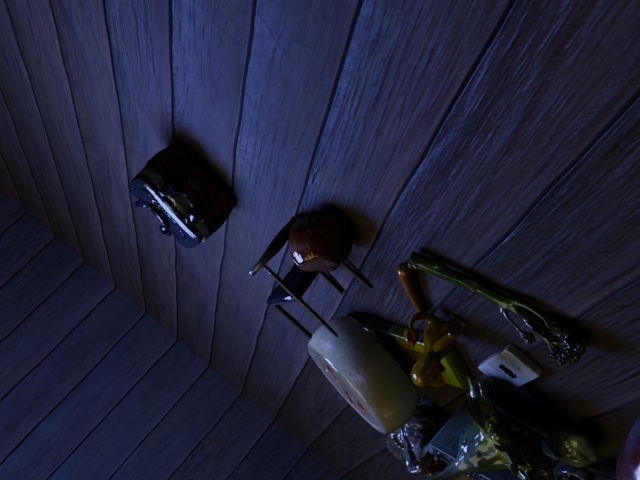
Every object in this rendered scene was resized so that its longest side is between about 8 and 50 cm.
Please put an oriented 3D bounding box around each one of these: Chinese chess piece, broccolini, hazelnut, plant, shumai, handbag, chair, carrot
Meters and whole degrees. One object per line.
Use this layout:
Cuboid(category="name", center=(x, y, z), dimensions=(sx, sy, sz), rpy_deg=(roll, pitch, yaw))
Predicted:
Cuboid(category="Chinese chess piece", center=(0.114, 0.354, 2.027), dimensions=(0.338, 0.140, 0.338), rpy_deg=(48, 168, 13))
Cuboid(category="broccolini", center=(0.333, 0.132, 1.500), dimensions=(0.392, 0.074, 0.079), rpy_deg=(26, 144, 29))
Cuboid(category="hazelnut", center=(0.000, 0.000, 1.724), dimensions=(0.154, 0.143, 0.143), rpy_deg=(-21, 115, 48))
Cuboid(category="plant", center=(0.397, 0.484, 1.723), dimensions=(0.261, 0.297, 0.306), rpy_deg=(24, 173, 12))
Cuboid(category="shumai", center=(0.266, 0.589, 2.135), dimensions=(0.184, 0.185, 0.218), rpy_deg=(42, 122, 4))
Cuboid(category="handbag", center=(-0.365, -0.112, 2.000), dimensions=(0.254, 0.181, 0.181), rpy_deg=(47, 156, -13))
Cuboid(category="chair", center=(-0.044, 0.091, 1.869), dimensions=(0.272, 0.188, 0.166), rpy_deg=(45, 155, -15))
Cuboid(category="carrot", center=(0.209, 0.114, 1.712), dimensions=(0.037, 0.037, 0.190), rpy_deg=(21, 152, 38))

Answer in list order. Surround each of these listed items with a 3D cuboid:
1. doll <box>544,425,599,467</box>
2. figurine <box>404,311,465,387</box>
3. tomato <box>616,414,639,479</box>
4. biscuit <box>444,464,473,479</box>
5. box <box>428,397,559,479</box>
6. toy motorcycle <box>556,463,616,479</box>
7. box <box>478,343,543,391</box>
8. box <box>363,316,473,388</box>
Cuboid(category="doll", center=(0.562, 0.461, 1.709), dimensions=(0.103, 0.072, 0.214), rpy_deg=(31, 160, 9))
Cuboid(category="figurine", center=(0.237, 0.237, 1.690), dimensions=(0.122, 0.176, 0.121), rpy_deg=(26, 154, -5))
Cuboid(category="tomato", center=(0.648, 0.386, 1.229), dimensions=(0.316, 0.283, 0.317), rpy_deg=(16, 157, 7))
Cuboid(category="biscuit", center=(0.474, 0.729, 2.317), dimensions=(0.317, 0.040, 0.318), rpy_deg=(32, 155, 17))
Cuboid(category="box", center=(0.421, 0.512, 1.848), dimensions=(0.270, 0.211, 0.045), rpy_deg=(23, 137, 33))
Cuboid(category="toy motorcycle", center=(0.698, 0.602, 1.700), dimensions=(0.340, 0.108, 0.223), rpy_deg=(5, 132, 42))
Cuboid(category="box", center=(0.418, 0.284, 1.689), dimensions=(0.090, 0.024, 0.167), rpy_deg=(39, 156, 7))
Cuboid(category="box", center=(0.242, 0.281, 1.927), dimensions=(0.279, 0.041, 0.153), rpy_deg=(11, 141, 50))
